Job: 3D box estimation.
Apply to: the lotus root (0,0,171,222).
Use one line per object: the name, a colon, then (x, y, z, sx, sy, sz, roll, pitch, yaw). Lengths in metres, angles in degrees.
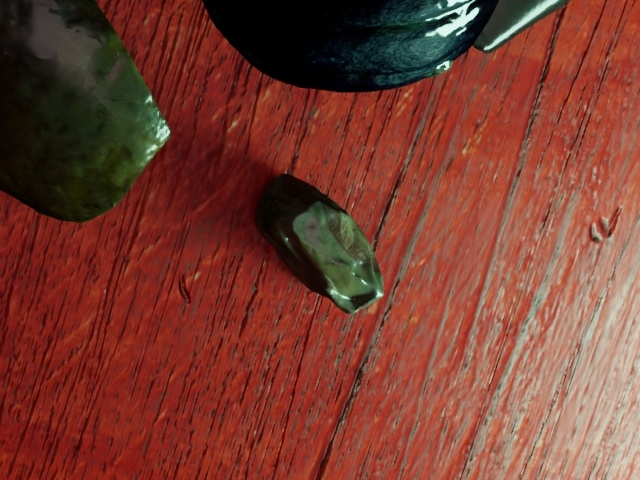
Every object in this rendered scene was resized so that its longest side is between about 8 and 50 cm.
lotus root: (-0.273, -0.160, 1.728, 0.210, 0.142, 0.314, -42, 109, 0)

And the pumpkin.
pumpkin: (0.021, -0.305, 1.654, 0.266, 0.363, 0.363, -6, 106, -4)

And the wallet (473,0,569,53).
wallet: (0.205, -0.307, 1.868, 0.229, 0.049, 0.182, -34, 110, -3)

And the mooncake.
mooncake: (0.000, 0.000, 1.850, 0.073, 0.125, 0.130, -43, 114, -6)
